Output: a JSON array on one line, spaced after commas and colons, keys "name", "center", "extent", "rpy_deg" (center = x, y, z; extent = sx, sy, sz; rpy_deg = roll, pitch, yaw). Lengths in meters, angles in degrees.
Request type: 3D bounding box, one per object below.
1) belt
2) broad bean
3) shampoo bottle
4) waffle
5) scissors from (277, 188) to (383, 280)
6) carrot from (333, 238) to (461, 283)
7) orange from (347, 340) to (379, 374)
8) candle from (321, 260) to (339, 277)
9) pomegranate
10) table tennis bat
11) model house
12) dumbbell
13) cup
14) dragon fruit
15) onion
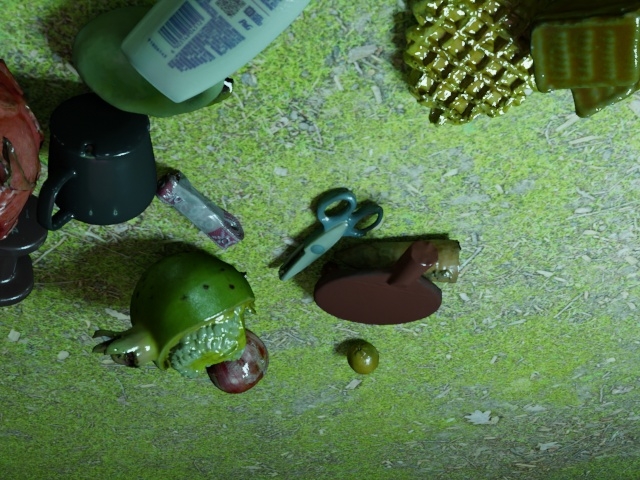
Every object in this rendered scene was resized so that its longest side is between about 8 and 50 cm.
[{"name": "belt", "center": [-0.223, -0.058, 1.313], "extent": [0.053, 0.071, 0.232], "rpy_deg": [-26, 143, 16]}, {"name": "broad bean", "center": [-0.236, -0.250, 1.024], "extent": [0.227, 0.100, 0.169], "rpy_deg": [20, 131, -13]}, {"name": "shampoo bottle", "center": [-0.082, -0.320, 0.879], "extent": [0.359, 0.078, 0.134], "rpy_deg": [-39, 114, 19]}, {"name": "waffle", "center": [0.241, -0.281, 1.051], "extent": [0.237, 0.059, 0.243], "rpy_deg": [-7, 135, 5]}, {"name": "scissors", "center": [0.000, 0.000, 1.437], "extent": [0.138, 0.041, 0.289], "rpy_deg": [22, 133, -30]}, {"name": "carrot", "center": [0.158, 0.037, 1.482], "extent": [0.262, 0.102, 0.102], "rpy_deg": [3, 144, -2]}, {"name": "orange", "center": [0.109, 0.299, 1.832], "extent": [0.085, 0.085, 0.095], "rpy_deg": [-9, 140, 5]}, {"name": "candle", "center": [0.028, 0.096, 1.580], "extent": [0.048, 0.053, 0.162], "rpy_deg": [-44, 157, -20]}, {"name": "pomegranate", "center": [-0.284, 0.155, 1.421], "extent": [0.340, 0.260, 0.260], "rpy_deg": [-20, 156, -37]}, {"name": "table tennis bat", "center": [0.133, 0.101, 1.463], "extent": [0.268, 0.051, 0.415], "rpy_deg": [12, 155, -11]}, {"name": "model house", "center": [0.412, -0.262, 0.984], "extent": [0.239, 0.173, 0.268], "rpy_deg": [-23, 138, 5]}, {"name": "dumbbell", "center": [-0.579, 0.015, 1.305], "extent": [0.124, 0.140, 0.225], "rpy_deg": [-2, 146, -32]}, {"name": "cup", "center": [-0.349, -0.111, 1.095], "extent": [0.169, 0.223, 0.177], "rpy_deg": [28, 138, 7]}, {"name": "dragon fruit", "center": [-0.536, -0.130, 1.004], "extent": [0.295, 0.302, 0.296], "rpy_deg": [-20, 158, -9]}, {"name": "onion", "center": [-0.216, 0.270, 1.704], "extent": [0.159, 0.160, 0.195], "rpy_deg": [-22, 120, 22]}]
